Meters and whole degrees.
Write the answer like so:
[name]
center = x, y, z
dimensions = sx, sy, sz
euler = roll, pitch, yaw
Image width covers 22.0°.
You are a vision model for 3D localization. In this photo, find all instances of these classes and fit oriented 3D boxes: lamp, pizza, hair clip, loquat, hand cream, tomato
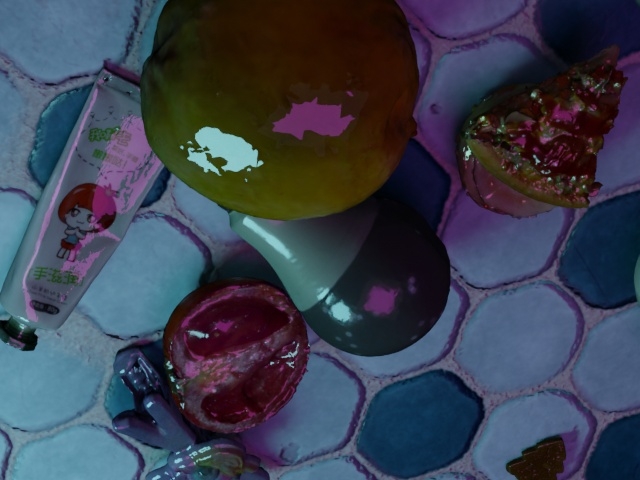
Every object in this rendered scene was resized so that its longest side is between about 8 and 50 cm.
[lamp]
center = 0.010, -0.005, 1.879
dimensions = 0.314, 0.182, 0.182
euler = 44, 106, 1
[pizza]
center = 0.272, -0.129, 1.814
dimensions = 0.188, 0.062, 0.199
euler = 24, 113, -27
[hair clip]
center = -0.169, 0.251, 2.014
dimensions = 0.137, 0.090, 0.278
euler = -29, 124, 16
[loquat]
center = -0.039, -0.155, 1.691
dimensions = 0.283, 0.276, 0.276
euler = 7, 120, -14
[hand cream]
center = -0.267, -0.025, 1.838
dimensions = 0.121, 0.076, 0.336
euler = 23, 107, -27
[tomato]
center = -0.107, 0.120, 1.937
dimensions = 0.173, 0.099, 0.189
euler = -20, 119, -15

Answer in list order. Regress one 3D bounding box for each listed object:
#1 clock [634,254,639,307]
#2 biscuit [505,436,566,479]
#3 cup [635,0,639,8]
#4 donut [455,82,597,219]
[clock]
center = 0.570, 0.091, 2.048
dimensions = 0.325, 0.184, 0.342
euler = -20, 119, 5
[biscuit]
center = 0.294, 0.295, 2.197
dimensions = 0.082, 0.016, 0.092
euler = 22, 113, -19
[cup]
center = 0.376, -0.323, 1.779
dimensions = 0.128, 0.095, 0.129
euler = -33, 126, 6
[donut]
center = 0.235, -0.108, 1.897
dimensions = 0.174, 0.068, 0.175
euler = -6, 125, -8
